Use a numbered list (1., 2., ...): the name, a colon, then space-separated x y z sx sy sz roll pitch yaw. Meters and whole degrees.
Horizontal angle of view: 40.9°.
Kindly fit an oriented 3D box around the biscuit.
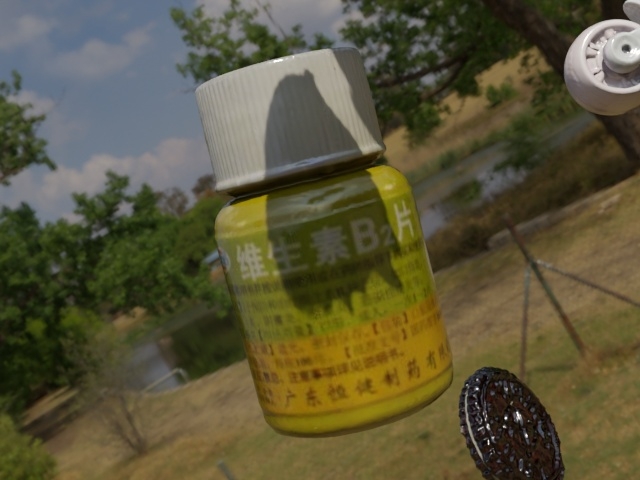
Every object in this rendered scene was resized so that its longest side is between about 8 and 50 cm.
1. biscuit: 0.253 0.257 1.135 0.053 0.194 0.194 -37 -1 35

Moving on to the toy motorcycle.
1. toy motorcycle: 0.315 -0.158 0.667 0.254 0.112 0.112 -8 3 1

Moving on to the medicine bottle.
1. medicine bottle: 0.000 0.000 0.945 0.224 0.384 0.224 -14 4 1
